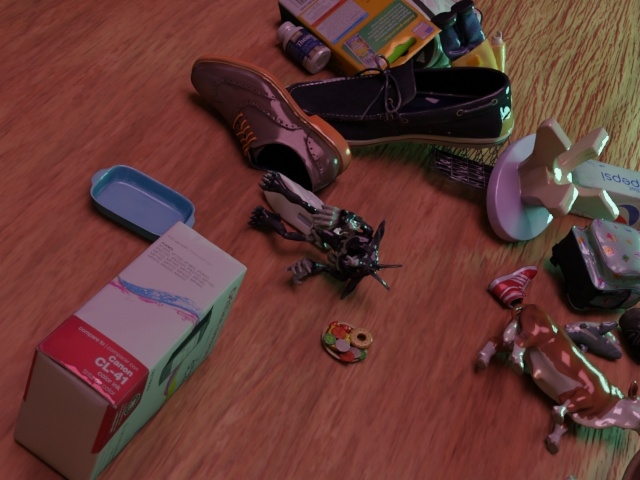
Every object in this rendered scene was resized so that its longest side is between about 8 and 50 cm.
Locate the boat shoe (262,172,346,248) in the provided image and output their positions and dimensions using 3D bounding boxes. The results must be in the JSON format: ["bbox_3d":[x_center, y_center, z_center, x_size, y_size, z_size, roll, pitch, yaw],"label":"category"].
[{"bbox_3d":[-0.026,-0.061,1.672,0.184,0.066,0.063,38,30,15],"label":"boat shoe"}]

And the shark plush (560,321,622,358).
[{"bbox_3d":[0.489,0.184,1.692,0.161,0.073,0.067,7,76,-27],"label":"shark plush"}]

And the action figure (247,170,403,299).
[{"bbox_3d":[0.000,0.000,1.558,0.275,0.164,0.141,32,20,18],"label":"action figure"}]

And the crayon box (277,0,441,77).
[{"bbox_3d":[0.086,-0.485,2.053,0.203,0.083,0.323,-42,71,-12],"label":"crayon box"}]

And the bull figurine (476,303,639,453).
[{"bbox_3d":[0.419,0.244,1.562,0.188,0.101,0.310,-26,64,-39],"label":"bull figurine"}]

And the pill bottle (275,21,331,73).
[{"bbox_3d":[-0.040,-0.429,2.013,0.120,0.067,0.067,42,45,16],"label":"pill bottle"}]

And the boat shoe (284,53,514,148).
[{"bbox_3d":[0.151,-0.288,1.854,0.499,0.156,0.187,3,49,0],"label":"boat shoe"}]

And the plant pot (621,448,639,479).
[{"bbox_3d":[0.616,0.422,1.392,0.229,0.263,0.263,22,33,-51],"label":"plant pot"}]

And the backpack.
[{"bbox_3d":[0.573,0.049,1.795,0.188,0.144,0.166,10,49,-31],"label":"backpack"}]

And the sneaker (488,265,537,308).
[{"bbox_3d":[0.381,0.091,1.734,0.118,0.042,0.067,-19,55,-29],"label":"sneaker"}]

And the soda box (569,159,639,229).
[{"bbox_3d":[0.659,-0.098,2.015,0.286,0.091,0.098,12,45,-16],"label":"soda box"}]

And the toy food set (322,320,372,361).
[{"bbox_3d":[0.042,0.167,1.512,0.083,0.020,0.083,29,43,2],"label":"toy food set"}]

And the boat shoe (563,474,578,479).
[{"bbox_3d":[0.414,0.505,1.312,0.324,0.096,0.116,61,12,27],"label":"boat shoe"}]

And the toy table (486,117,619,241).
[{"bbox_3d":[0.468,-0.121,1.836,0.252,0.160,0.274,39,59,-25],"label":"toy table"}]

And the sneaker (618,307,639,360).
[{"bbox_3d":[0.692,0.205,1.747,0.227,0.087,0.130,9,47,-14],"label":"sneaker"}]

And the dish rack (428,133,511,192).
[{"bbox_3d":[0.318,-0.196,1.963,0.208,0.074,0.272,15,46,-11],"label":"dish rack"}]

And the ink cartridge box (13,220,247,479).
[{"bbox_3d":[-0.253,0.149,1.236,0.131,0.226,0.306,35,44,8],"label":"ink cartridge box"}]

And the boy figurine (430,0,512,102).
[{"bbox_3d":[0.348,-0.397,2.082,0.177,0.285,0.092,-30,24,-1],"label":"boy figurine"}]

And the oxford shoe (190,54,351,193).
[{"bbox_3d":[-0.116,-0.225,1.741,0.363,0.130,0.133,35,50,9],"label":"oxford shoe"}]

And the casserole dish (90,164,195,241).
[{"bbox_3d":[-0.304,-0.058,1.550,0.188,0.037,0.114,29,43,1],"label":"casserole dish"}]

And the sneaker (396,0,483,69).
[{"bbox_3d":[0.234,-0.589,2.263,0.257,0.169,0.448,-5,59,-40],"label":"sneaker"}]
